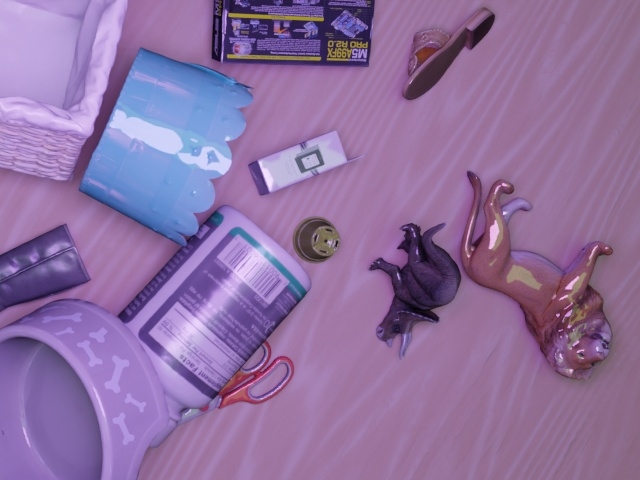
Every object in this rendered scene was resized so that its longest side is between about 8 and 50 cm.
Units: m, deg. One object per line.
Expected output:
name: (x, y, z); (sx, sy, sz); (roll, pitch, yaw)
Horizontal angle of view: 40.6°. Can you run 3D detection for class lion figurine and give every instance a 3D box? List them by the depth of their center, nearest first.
lion figurine: (0.378, 0.066, 1.574); (0.392, 0.142, 0.240); (32, 92, 2)

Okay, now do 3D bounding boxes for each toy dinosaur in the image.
toy dinosaur: (0.182, 0.057, 1.476); (0.121, 0.313, 0.160); (-30, 74, -37)

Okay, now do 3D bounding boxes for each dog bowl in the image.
dog bowl: (-0.380, 0.264, 1.251); (0.102, 0.348, 0.349); (-12, 96, -57)

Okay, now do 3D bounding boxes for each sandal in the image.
sandal: (0.204, -0.347, 1.548); (0.240, 0.088, 0.079); (-42, 69, -16)

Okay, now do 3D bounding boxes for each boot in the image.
boot: (-0.497, 0.027, 1.373); (0.208, 0.076, 0.190); (-26, 112, -5)

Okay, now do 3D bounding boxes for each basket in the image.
basket: (-0.465, -0.291, 1.229); (0.331, 0.266, 0.328); (14, 70, -18)

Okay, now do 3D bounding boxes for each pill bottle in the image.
pill bottle: (-0.201, 0.136, 1.381); (0.204, 0.204, 0.361); (44, 82, -11)

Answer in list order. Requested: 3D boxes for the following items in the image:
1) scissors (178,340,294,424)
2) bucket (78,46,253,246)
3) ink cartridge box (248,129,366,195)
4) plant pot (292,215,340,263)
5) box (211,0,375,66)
scissors: (-0.179, 0.284, 1.484); (0.297, 0.021, 0.109); (-40, 102, -11)
bucket: (-0.240, -0.150, 1.335); (0.183, 0.281, 0.281); (24, 86, -15)
ink cartridge box: (-0.024, -0.137, 1.469); (0.180, 0.104, 0.060); (-22, 95, -13)
plant pot: (0.000, 0.000, 1.491); (0.083, 0.079, 0.083); (0, 92, -13)
box: (-0.041, -0.401, 1.432); (0.270, 0.060, 0.216); (-4, 110, -22)
